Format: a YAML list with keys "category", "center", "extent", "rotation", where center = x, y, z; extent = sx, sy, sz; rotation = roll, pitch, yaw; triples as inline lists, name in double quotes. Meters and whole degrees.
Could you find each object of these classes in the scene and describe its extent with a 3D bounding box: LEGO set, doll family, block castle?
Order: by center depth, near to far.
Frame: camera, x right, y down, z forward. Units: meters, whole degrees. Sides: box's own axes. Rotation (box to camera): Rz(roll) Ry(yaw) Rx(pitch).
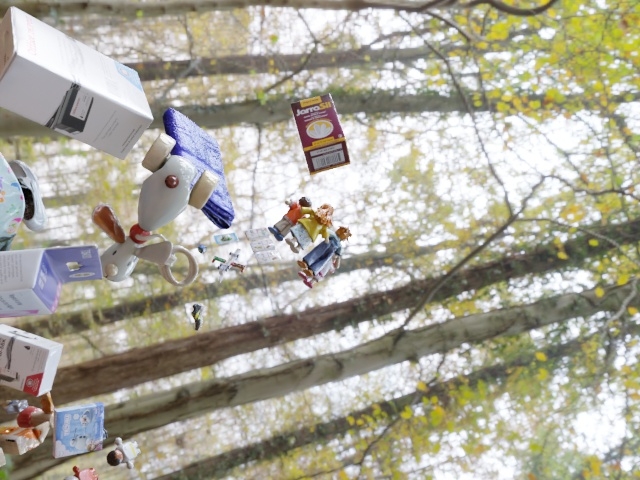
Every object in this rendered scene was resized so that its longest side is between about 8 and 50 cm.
- category: "doll family"
  center: [0.000, 0.000, 1.771]
  extent: [0.118, 0.163, 0.263]
  rotation: [14, -38, 50]
- category: "block castle"
  center: [-1.077, 0.549, 2.202]
  extent: [0.212, 0.453, 0.303]
  rotation: [-7, -82, 30]
- category: "LEGO set"
  center: [-0.268, 0.043, 2.249]
  extent: [0.182, 0.244, 0.060]
  rotation: [-120, -153, -46]

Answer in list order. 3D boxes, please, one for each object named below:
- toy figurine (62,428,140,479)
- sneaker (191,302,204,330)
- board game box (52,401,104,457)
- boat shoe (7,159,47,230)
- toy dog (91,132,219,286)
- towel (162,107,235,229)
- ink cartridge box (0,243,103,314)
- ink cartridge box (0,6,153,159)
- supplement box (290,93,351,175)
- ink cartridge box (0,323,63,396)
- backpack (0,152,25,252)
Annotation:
- category: "toy figurine"
  center: [-0.690, 0.713, 2.170]
  extent: [0.209, 0.148, 0.213]
  rotation: [15, -88, 18]
- category: "sneaker"
  center: [-0.373, 0.228, 2.075]
  extent: [0.031, 0.035, 0.083]
  rotation: [-22, -119, 60]
- category: "board game box"
  center: [-0.456, 0.357, 1.306]
  extent: [0.020, 0.090, 0.090]
  rotation: [14, -78, 52]
- category: "boat shoe"
  center: [-0.811, -0.135, 1.891]
  extent: [0.228, 0.079, 0.081]
  rotation: [62, -10, 17]
- category: "toy dog"
  center: [-0.339, -0.045, 1.395]
  extent: [0.161, 0.220, 0.334]
  rotation: [-93, -162, -76]
- category: "towel"
  center: [-0.328, -0.201, 1.904]
  extent: [0.227, 0.076, 0.308]
  rotation: [44, 23, -57]
- category: "ink cartridge box"
  center: [-0.514, 0.079, 1.089]
  extent: [0.324, 0.330, 0.072]
  rotation: [142, -57, -71]
- category: "ink cartridge box"
  center: [-0.693, -0.428, 1.907]
  extent: [0.166, 0.395, 0.285]
  rotation: [-48, -137, 20]
- category: "supplement box"
  center: [-0.001, -0.256, 1.654]
  extent: [0.081, 0.104, 0.188]
  rotation: [75, 0, -48]
- category: "ink cartridge box"
  center: [-0.586, 0.232, 1.348]
  extent: [0.056, 0.135, 0.099]
  rotation: [-15, 122, -84]
- category: "backpack"
  center: [-0.746, -0.082, 1.463]
  extent: [0.253, 0.191, 0.225]
  rotation: [-42, -101, 36]
